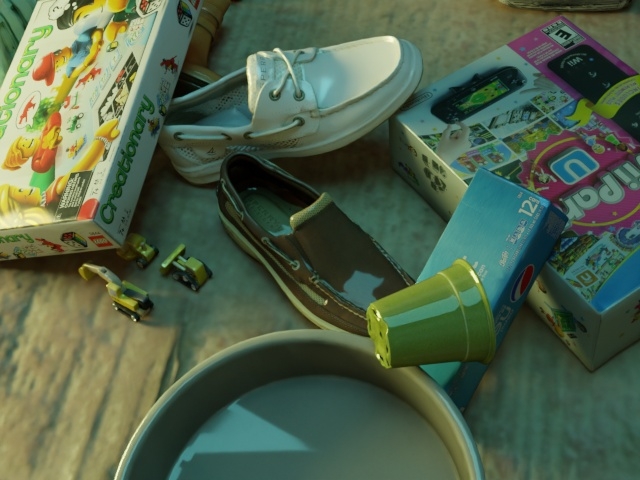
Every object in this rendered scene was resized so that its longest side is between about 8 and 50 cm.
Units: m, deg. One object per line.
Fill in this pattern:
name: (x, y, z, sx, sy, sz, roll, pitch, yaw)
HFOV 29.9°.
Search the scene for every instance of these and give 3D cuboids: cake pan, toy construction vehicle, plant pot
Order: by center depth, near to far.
plant pot: (0.080, 0.063, 0.905, 0.079, 0.083, 0.083, -15, 51, -13)
cake pan: (-0.017, 0.211, 0.909, 0.293, 0.054, 0.293, -6, 62, 11)
toy construction vehicle: (-0.165, 0.027, 1.121, 0.098, 0.035, 0.086, 30, 59, 26)

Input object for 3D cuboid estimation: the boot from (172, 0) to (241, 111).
boot: (-0.137, -0.212, 1.290, 0.197, 0.073, 0.152, 24, 55, 21)

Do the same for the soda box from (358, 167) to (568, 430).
soda box: (0.119, 0.051, 0.990, 0.071, 0.067, 0.210, 30, 92, 27)

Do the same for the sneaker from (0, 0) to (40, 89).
sneaker: (-0.319, -0.260, 1.325, 0.151, 0.094, 0.256, -14, 48, 2)

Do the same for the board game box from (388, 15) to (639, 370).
board game box: (0.239, -0.057, 1.115, 0.224, 0.097, 0.303, -30, 55, -17)

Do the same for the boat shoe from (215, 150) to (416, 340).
boat shoe: (-0.006, 0.005, 1.086, 0.257, 0.095, 0.095, 34, 61, 28)

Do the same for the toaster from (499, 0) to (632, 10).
toaster: (0.275, -0.339, 1.306, 0.227, 0.146, 0.129, 2, 52, 8)

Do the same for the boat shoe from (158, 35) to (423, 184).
boat shoe: (-0.040, -0.136, 1.143, 0.277, 0.096, 0.098, -21, 50, 19)

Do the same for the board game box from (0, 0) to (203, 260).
board game box: (-0.239, -0.124, 1.175, 0.193, 0.053, 0.305, -6, 55, 29)
